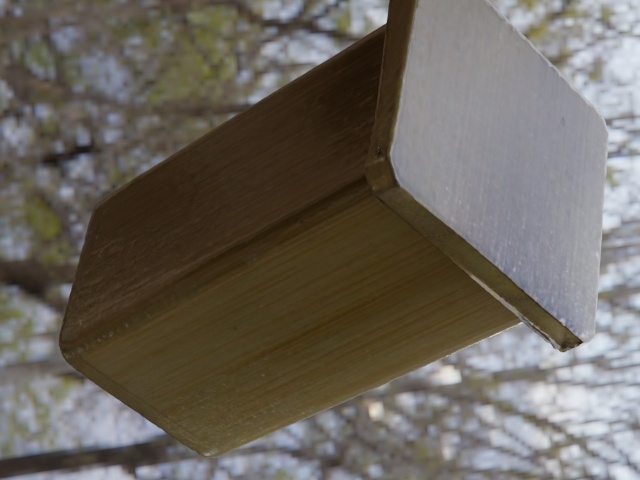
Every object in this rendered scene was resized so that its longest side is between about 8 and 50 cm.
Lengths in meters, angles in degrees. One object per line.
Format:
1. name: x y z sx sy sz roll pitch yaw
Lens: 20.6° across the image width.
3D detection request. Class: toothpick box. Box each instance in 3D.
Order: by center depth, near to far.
1. toothpick box: 0.000 0.000 1.101 0.308 0.187 0.190 -27 -141 35
